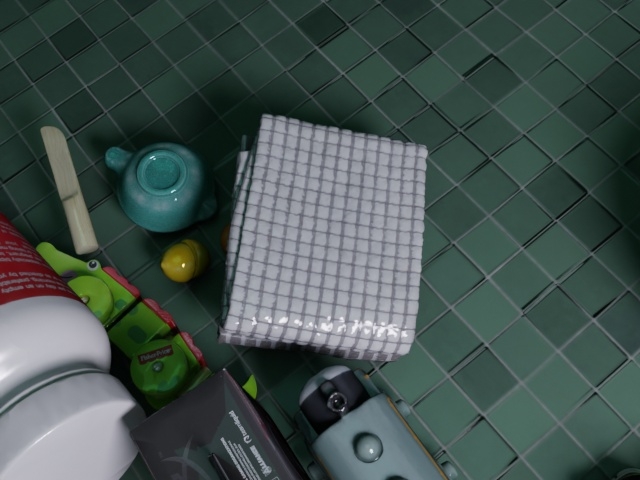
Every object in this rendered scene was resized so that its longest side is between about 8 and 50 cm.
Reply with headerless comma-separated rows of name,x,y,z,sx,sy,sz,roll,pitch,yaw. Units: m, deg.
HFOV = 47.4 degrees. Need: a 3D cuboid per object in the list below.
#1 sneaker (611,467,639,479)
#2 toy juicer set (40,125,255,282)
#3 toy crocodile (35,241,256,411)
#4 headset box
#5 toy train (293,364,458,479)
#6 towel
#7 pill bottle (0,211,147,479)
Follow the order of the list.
sneaker,0.312,0.316,0.793,0.063,0.075,0.170,42,77,19
toy juicer set,-0.214,-0.042,0.990,0.328,0.089,0.209,2,73,-5
toy crocodile,-0.227,0.115,0.910,0.340,0.115,0.105,37,68,16
headset box,-0.063,0.268,0.731,0.110,0.293,0.218,-33,67,-8
toy train,0.090,0.277,0.768,0.142,0.190,0.334,-32,68,-9
towel,0.000,0.000,0.906,0.235,0.121,0.284,9,69,-9
pill bottle,-0.373,0.105,0.770,0.407,0.229,0.229,38,76,27
